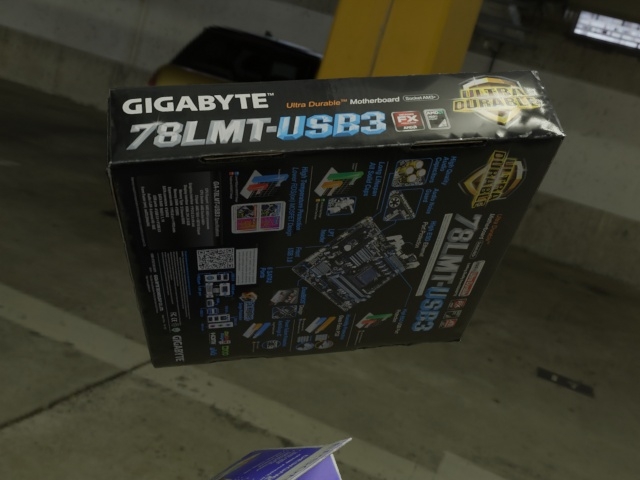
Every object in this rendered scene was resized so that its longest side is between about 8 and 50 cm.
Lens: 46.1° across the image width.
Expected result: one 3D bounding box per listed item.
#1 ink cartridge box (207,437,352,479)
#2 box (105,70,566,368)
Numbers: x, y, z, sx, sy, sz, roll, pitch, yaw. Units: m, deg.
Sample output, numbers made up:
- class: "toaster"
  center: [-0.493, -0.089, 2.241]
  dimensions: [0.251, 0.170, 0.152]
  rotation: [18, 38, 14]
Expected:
- class: "ink cartridge box"
  center: [-0.087, 0.216, 0.536]
  dimensions: [0.206, 0.045, 0.208]
  rotation: [-28, -5, -28]
- class: "box"
  center: [0.000, 0.000, 0.595]
  dimensions: [0.293, 0.295, 0.073]
  rotation: [-6, 57, -9]
